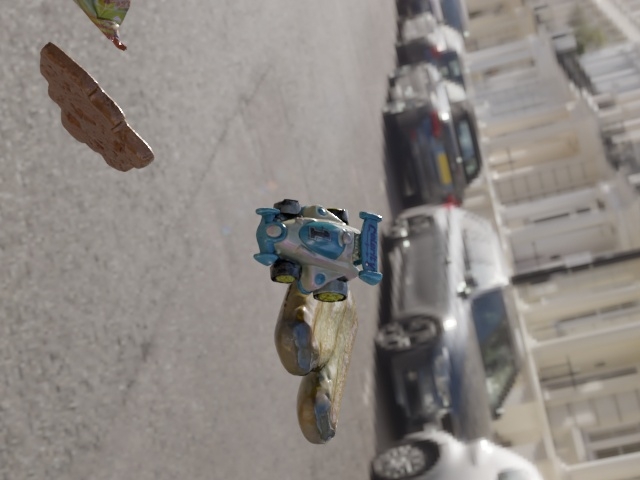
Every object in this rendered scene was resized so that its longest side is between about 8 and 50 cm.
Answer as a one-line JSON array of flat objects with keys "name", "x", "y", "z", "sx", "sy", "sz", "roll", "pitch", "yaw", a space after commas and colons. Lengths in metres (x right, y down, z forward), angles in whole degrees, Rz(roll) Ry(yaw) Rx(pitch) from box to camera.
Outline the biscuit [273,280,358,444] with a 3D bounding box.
[{"name": "biscuit", "x": -0.002, "y": 0.126, "z": 1.661, "sx": 0.290, "sy": 0.062, "sz": 0.236, "roll": -73, "pitch": 156, "yaw": -50}]

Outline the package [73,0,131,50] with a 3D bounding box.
[{"name": "package", "x": -0.246, "y": -0.367, "z": 1.224, "sx": 0.223, "sy": 0.108, "sz": 0.288, "roll": 49, "pitch": -44, "yaw": 49}]

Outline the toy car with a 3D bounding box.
[{"name": "toy car", "x": 0.000, "y": 0.000, "z": 1.457, "sx": 0.161, "sy": 0.098, "sz": 0.126, "roll": 22, "pitch": 60, "yaw": -40}]

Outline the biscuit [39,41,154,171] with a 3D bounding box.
[{"name": "biscuit", "x": -0.430, "y": -0.250, "z": 2.112, "sx": 0.284, "sy": 0.043, "sz": 0.306, "roll": 26, "pitch": -27, "yaw": 40}]
